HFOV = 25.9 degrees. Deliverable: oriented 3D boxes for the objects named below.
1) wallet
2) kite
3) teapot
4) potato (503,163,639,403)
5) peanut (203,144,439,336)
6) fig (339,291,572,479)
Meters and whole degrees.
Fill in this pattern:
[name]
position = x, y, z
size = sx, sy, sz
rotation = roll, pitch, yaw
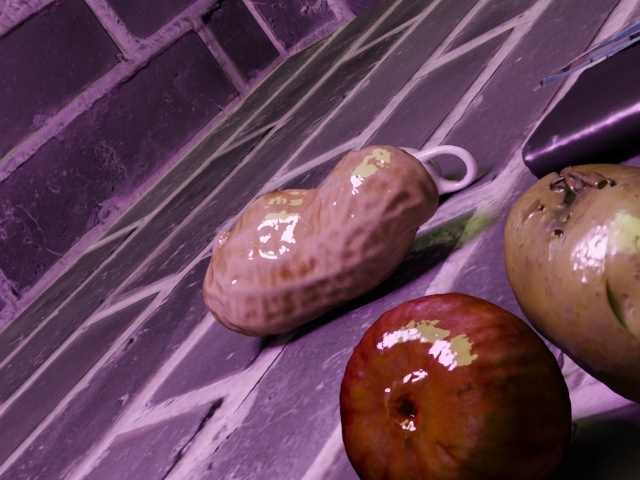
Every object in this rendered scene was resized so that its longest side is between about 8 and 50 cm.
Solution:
[wallet]
position = 0.398, -0.186, 1.350
size = 0.406, 0.062, 0.228
rotation = -25, 16, 40
[kite]
position = 0.394, -0.265, 1.583
size = 0.368, 0.014, 0.406
rotation = -31, 5, 22
[teapot]
position = 0.082, -0.061, 1.655
size = 0.226, 0.092, 0.145
rotation = -24, 19, 32
[potato]
position = 0.203, 0.020, 0.884
size = 0.143, 0.169, 0.248
rotation = -45, 11, 2
[peanut]
position = 0.000, 0.000, 1.504
size = 0.325, 0.153, 0.140
rotation = -36, -4, 35
[fig]
position = 0.089, 0.118, 0.926
size = 0.149, 0.148, 0.202
rotation = -2, -23, 5
